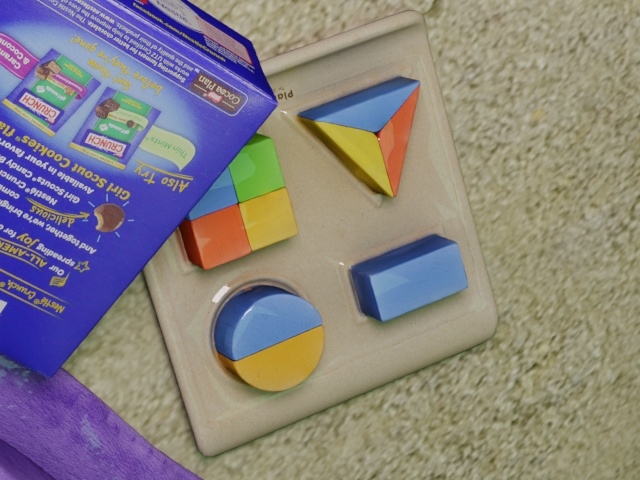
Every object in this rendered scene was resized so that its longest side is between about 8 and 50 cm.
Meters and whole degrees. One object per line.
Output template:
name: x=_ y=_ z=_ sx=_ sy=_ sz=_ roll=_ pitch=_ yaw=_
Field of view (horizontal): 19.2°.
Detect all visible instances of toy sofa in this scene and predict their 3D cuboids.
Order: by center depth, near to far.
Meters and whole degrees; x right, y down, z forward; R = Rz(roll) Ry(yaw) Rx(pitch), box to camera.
toy sofa: x=-0.212 y=0.227 z=1.640 sx=0.177 sy=0.150 sz=0.362 roll=-48 pitch=117 yaw=-5

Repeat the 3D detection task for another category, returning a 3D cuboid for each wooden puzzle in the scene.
wooden puzzle: x=0.000 y=0.000 z=1.717 sx=0.322 sy=0.080 sz=0.348 roll=-21 pitch=112 yaw=-19

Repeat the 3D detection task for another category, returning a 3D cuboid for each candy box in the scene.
candy box: x=-0.239 y=-0.081 z=1.507 sx=0.268 sy=0.122 sz=0.317 roll=31 pitch=111 yaw=-30
